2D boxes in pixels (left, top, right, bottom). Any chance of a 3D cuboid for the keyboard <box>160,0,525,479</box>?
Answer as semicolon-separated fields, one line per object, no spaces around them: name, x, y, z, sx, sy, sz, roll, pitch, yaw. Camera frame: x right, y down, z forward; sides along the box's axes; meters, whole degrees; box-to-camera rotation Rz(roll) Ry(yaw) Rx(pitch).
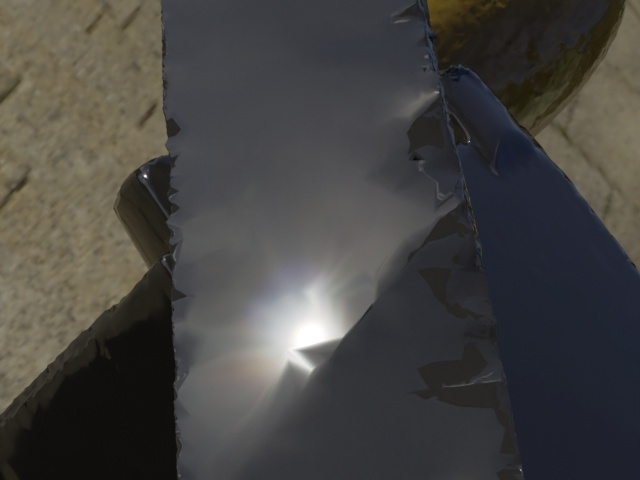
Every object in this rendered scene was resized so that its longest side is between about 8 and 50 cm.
keyboard;0.000;0.001;0.353;0.015;0.074;0.196;78;4;-53

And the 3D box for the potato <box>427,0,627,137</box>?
potato;0.075;-0.123;0.724;0.178;0.158;0.203;57;-8;49

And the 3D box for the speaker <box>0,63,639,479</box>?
speaker;0.020;0.103;0.504;0.254;0.184;0.232;54;35;9
